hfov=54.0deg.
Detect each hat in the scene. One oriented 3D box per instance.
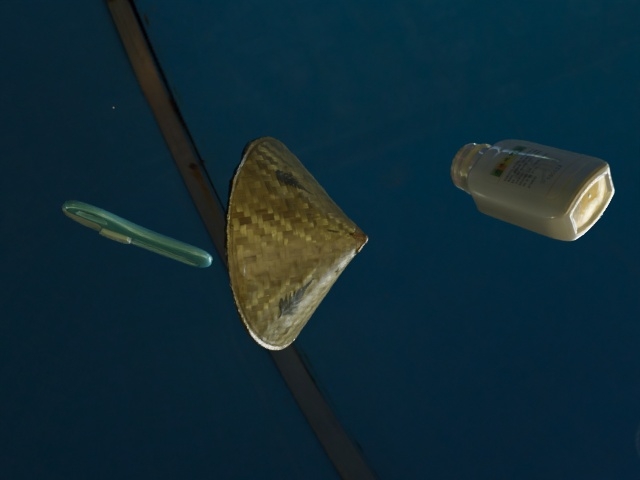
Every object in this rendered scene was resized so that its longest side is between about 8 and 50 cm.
[{"bbox_3d":[0.000,0.000,0.417,0.067,0.146,0.145,-3,-74,21],"label":"hat"}]

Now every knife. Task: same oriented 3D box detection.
[{"bbox_3d":[-0.263,-0.005,0.910,0.222,0.064,0.031,22,-116,-14],"label":"knife"}]

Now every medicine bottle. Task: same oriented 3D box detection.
[{"bbox_3d":[0.429,-0.122,1.329,0.179,0.324,0.124,-47,-49,-13],"label":"medicine bottle"}]
